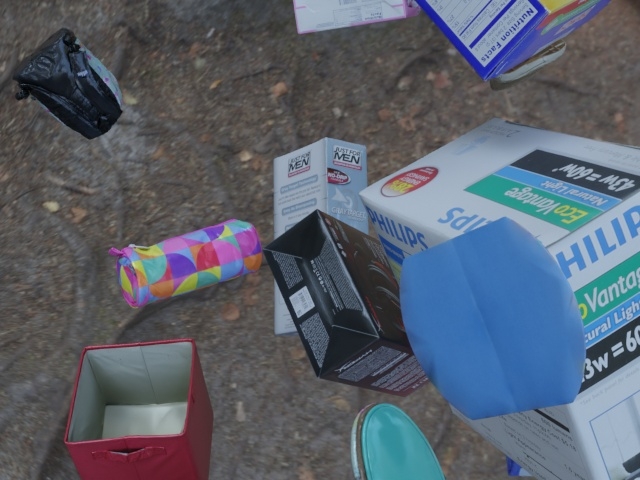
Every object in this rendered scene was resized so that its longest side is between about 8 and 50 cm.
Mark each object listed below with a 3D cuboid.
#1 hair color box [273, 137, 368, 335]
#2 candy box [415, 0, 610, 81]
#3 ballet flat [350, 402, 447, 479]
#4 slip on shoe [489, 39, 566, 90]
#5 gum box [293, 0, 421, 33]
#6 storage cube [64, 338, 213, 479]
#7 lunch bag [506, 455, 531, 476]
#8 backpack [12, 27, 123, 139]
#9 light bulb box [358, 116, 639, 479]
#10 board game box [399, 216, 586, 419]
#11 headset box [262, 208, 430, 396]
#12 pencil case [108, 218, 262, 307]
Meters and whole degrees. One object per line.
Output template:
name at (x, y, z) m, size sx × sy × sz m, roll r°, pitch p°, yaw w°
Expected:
hair color box at (0.000, 0.000, 1.885) m, size 0.113 × 0.185 × 0.375 m, roll 8°, pitch 75°, yaw -37°
candy box at (0.185, -0.367, 1.060) m, size 0.317 × 0.122 × 0.268 m, roll 51°, pitch 48°, yaw 6°
ballet flat at (0.082, 0.239, 0.745) m, size 0.077 × 0.079 × 0.221 m, roll -23°, pitch 69°, yaw -24°
slip on shoe at (0.303, -0.260, 1.371) m, size 0.135 × 0.041 × 0.051 m, roll -32°, pitch 59°, yaw -24°
gum box at (0.063, -0.375, 1.488) m, size 0.107 × 0.188 × 0.062 m, roll -41°, pitch 125°, yaw -67°
storage cube at (-0.275, 0.292, 1.472) m, size 0.183 × 0.215 × 0.193 m, roll -5°, pitch 131°, yaw 2°
lunch bag at (0.454, 0.173, 1.518) m, size 0.327 × 0.239 × 0.385 m, roll 4°, pitch 40°, yaw 1°
backpack at (-0.428, -0.272, 1.644) m, size 0.152 × 0.115 × 0.182 m, roll -34°, pitch 122°, yaw 17°
light bulb box at (0.268, 0.079, 1.084) m, size 0.225 × 0.358 × 0.361 m, roll -30°, pitch 114°, yaw -14°
board game box at (0.130, 0.057, 0.677) m, size 0.033 × 0.168 × 0.133 m, roll -18°, pitch 85°, yaw -37°
headset box at (0.070, 0.102, 1.374) m, size 0.293 × 0.110 × 0.218 m, roll 26°, pitch 34°, yaw -55°
pencil case at (-0.212, 0.033, 1.499) m, size 0.236 × 0.104 × 0.104 m, roll -14°, pitch 91°, yaw -28°
